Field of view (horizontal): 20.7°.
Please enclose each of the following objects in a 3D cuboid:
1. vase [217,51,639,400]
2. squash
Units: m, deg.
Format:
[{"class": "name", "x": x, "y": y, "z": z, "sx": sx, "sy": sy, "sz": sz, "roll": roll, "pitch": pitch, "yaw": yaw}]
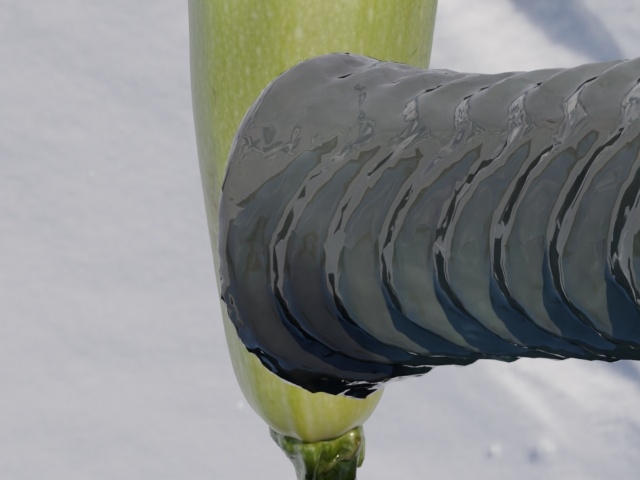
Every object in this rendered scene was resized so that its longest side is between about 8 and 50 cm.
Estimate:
[{"class": "vase", "x": 0.086, "y": -0.007, "z": 0.306, "sx": 0.237, "sy": 0.115, "sz": 0.115, "roll": -1, "pitch": 150, "yaw": 46}, {"class": "squash", "x": 0.000, "y": 0.000, "z": 0.653, "sx": 0.094, "sy": 0.094, "sz": 0.224, "roll": -2, "pitch": 108, "yaw": -1}]
